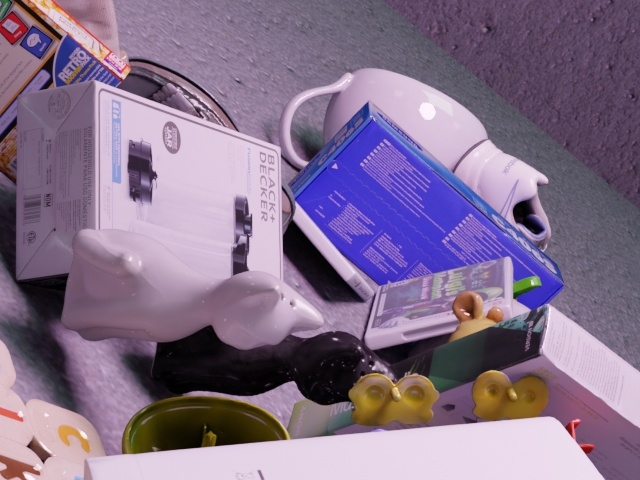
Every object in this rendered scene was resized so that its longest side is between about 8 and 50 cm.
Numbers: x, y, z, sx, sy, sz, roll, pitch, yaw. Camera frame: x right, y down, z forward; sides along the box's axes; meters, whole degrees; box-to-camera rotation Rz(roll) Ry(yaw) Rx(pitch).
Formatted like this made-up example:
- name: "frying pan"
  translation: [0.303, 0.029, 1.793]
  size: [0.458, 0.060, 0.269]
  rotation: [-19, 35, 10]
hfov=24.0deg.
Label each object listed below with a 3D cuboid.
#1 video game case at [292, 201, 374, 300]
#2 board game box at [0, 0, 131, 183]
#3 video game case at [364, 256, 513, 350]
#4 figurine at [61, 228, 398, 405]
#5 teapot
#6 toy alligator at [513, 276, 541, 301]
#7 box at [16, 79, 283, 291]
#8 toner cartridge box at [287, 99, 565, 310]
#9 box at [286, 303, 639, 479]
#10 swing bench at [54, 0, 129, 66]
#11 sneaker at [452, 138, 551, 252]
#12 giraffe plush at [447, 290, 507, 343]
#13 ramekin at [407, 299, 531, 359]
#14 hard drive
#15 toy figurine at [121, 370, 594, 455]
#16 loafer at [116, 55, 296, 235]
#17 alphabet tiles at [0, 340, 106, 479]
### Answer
- name: "video game case"
  translation: [0.000, 0.000, 1.812]
  size: [0.157, 0.019, 0.143]
  rotation: [50, 1, 16]
- name: "board game box"
  translation: [-0.293, -0.163, 1.364]
  size: [0.193, 0.147, 0.045]
  rotation: [42, 17, -12]
- name: "video game case"
  translation: [0.145, 0.073, 1.806]
  size: [0.190, 0.173, 0.022]
  rotation: [-66, 142, -72]
- name: "figurine"
  translation: [-0.068, 0.066, 1.190]
  size: [0.209, 0.092, 0.215]
  rotation: [7, -19, 32]
- name: "teapot"
  translation: [0.097, -0.113, 2.113]
  size: [0.256, 0.187, 0.252]
  rotation: [23, -11, 22]
- name: "toy alligator"
  translation: [0.189, 0.082, 1.924]
  size: [0.051, 0.189, 0.056]
  rotation: [83, -8, -64]
- name: "box"
  translation: [-0.145, -0.029, 1.360]
  size: [0.290, 0.087, 0.169]
  rotation: [18, 68, -58]
- name: "toner cartridge box"
  translation: [0.136, -0.006, 1.960]
  size: [0.348, 0.165, 0.075]
  rotation: [40, 16, -16]
- name: "box"
  translation: [0.154, 0.179, 1.334]
  size: [0.232, 0.322, 0.058]
  rotation: [37, 48, -26]
- name: "swing bench"
  translation: [-0.305, -0.311, 1.461]
  size: [0.253, 0.165, 0.255]
  rotation: [87, -17, -44]
- name: "sneaker"
  translation: [0.248, 0.008, 2.070]
  size: [0.129, 0.111, 0.297]
  rotation: [26, -40, 33]
- name: "giraffe plush"
  translation: [0.154, 0.160, 1.596]
  size: [0.181, 0.170, 0.210]
  rotation: [37, 18, -22]
- name: "ramekin"
  translation: [0.244, 0.187, 1.819]
  size: [0.273, 0.127, 0.273]
  rotation: [40, 17, -15]
- name: "hard drive"
  translation: [0.039, 0.207, 0.991]
  size: [0.353, 0.047, 0.233]
  rotation: [-3, 28, -18]
- name: "toy figurine"
  translation: [0.020, 0.237, 1.201]
  size: [0.362, 0.217, 0.191]
  rotation: [-1, 61, -12]
- name: "loafer"
  translation: [-0.132, -0.098, 1.685]
  size: [0.267, 0.096, 0.084]
  rotation: [43, 23, -14]
- name: "alphabet tiles"
  translation: [-0.237, 0.145, 0.986]
  size: [0.278, 0.021, 0.284]
  rotation: [28, 23, -42]
